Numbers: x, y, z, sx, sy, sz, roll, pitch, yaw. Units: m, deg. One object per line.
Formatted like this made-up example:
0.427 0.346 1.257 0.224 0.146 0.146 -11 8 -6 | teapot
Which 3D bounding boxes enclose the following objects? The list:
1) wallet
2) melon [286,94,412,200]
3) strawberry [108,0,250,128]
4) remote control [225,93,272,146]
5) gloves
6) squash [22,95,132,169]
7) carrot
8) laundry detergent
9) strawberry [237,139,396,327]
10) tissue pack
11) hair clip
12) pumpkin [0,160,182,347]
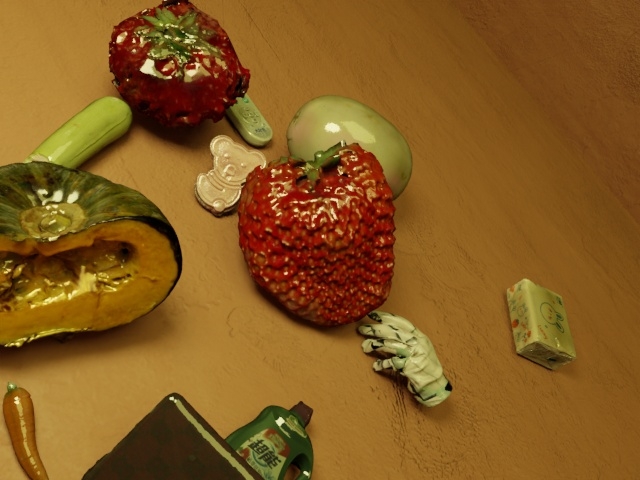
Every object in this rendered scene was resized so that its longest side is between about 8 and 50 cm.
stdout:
-0.176 0.334 0.700 0.229 0.049 0.182 45 86 4 | wallet
0.072 -0.200 1.259 0.317 0.223 0.223 30 43 -22 | melon
-0.283 -0.336 1.096 0.274 0.220 0.274 10 64 -20 | strawberry
-0.191 -0.310 1.276 0.078 0.042 0.221 -23 72 -45 | remote control
0.171 0.222 1.083 0.127 0.111 0.212 -31 87 -42 | gloves
-0.420 -0.182 0.964 0.083 0.083 0.250 35 43 -10 | squash
-0.376 0.247 0.689 0.035 0.035 0.142 -10 71 -42 | carrot
-0.071 0.333 0.826 0.144 0.078 0.221 51 40 6 | laundry detergent
0.000 0.000 1.049 0.312 0.267 0.351 -18 99 -18 | strawberry
0.570 0.214 1.405 0.148 0.092 0.196 25 44 -20 | tissue pack
-0.187 -0.129 1.087 0.123 0.102 0.138 30 44 -11 | hair clip
-0.382 0.018 0.770 0.325 0.242 0.232 -3 30 -34 | pumpkin
